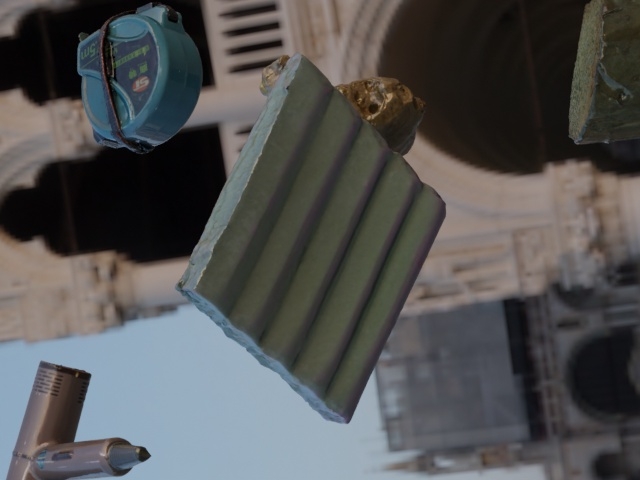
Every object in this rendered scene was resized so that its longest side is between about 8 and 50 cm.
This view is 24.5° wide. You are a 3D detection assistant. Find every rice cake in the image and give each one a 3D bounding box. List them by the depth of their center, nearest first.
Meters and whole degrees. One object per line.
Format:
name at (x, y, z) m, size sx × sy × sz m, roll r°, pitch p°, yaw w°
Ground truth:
rice cake at (0.000, 0.000, 1.042) m, size 0.189 × 0.037 × 0.198 m, roll 44°, pitch -118°, yaw -24°

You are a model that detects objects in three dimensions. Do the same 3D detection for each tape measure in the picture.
tape measure at (-0.178, -0.160, 1.440) m, size 0.081 × 0.125 × 0.146 m, roll 12°, pitch -115°, yaw -50°

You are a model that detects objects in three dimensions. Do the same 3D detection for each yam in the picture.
yam at (0.374, -0.181, 1.438) m, size 0.161 × 0.268 × 0.161 m, roll -5°, pitch -90°, yaw -86°

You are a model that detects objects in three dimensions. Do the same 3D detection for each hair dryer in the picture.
hair dryer at (-0.212, 0.216, 1.291) m, size 0.053 × 0.220 × 0.195 m, roll 19°, pitch -98°, yaw -35°

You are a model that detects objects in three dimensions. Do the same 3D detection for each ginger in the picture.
ginger at (0.028, -0.114, 1.262) m, size 0.165 × 0.096 × 0.067 m, roll 27°, pitch -127°, yaw -41°
